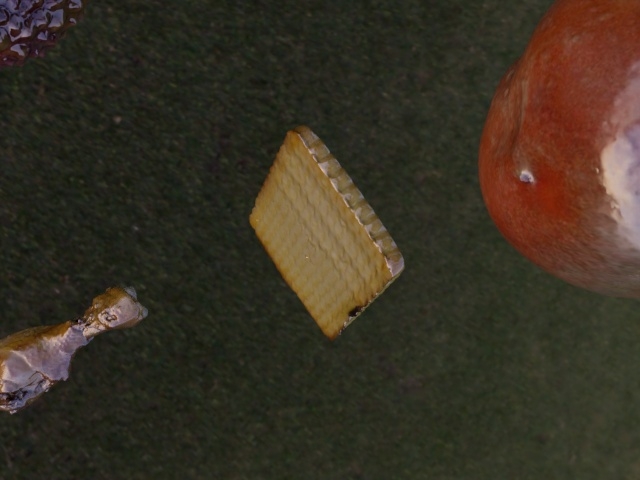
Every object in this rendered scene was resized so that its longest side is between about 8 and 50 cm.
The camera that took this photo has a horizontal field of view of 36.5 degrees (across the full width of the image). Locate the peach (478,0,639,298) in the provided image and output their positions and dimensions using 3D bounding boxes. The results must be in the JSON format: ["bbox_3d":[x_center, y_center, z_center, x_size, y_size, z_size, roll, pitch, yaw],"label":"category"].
[{"bbox_3d":[0.231,-0.073,0.673,0.252,0.252,0.252,-19,123,-33],"label":"peach"}]

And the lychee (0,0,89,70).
[{"bbox_3d":[-0.329,-0.281,0.901,0.271,0.271,0.271,-19,123,-33],"label":"lychee"}]

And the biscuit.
[{"bbox_3d":[0.000,0.000,0.987,0.029,0.172,0.254,-32,171,-23],"label":"biscuit"}]

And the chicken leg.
[{"bbox_3d":[-0.310,0.123,1.152,0.251,0.087,0.107,-31,-179,19],"label":"chicken leg"}]
